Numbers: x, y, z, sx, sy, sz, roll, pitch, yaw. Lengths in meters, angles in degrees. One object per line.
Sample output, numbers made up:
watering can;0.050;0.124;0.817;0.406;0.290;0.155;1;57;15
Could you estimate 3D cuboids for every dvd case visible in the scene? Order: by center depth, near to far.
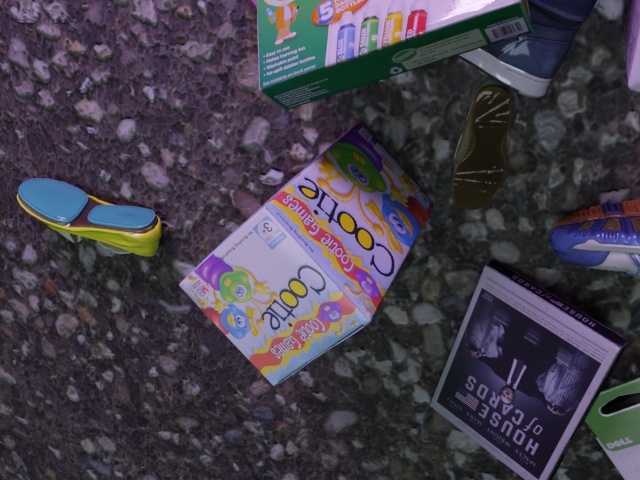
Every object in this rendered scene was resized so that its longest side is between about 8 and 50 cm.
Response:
dvd case;0.242;0.167;0.844;0.179;0.030;0.238;35;126;32

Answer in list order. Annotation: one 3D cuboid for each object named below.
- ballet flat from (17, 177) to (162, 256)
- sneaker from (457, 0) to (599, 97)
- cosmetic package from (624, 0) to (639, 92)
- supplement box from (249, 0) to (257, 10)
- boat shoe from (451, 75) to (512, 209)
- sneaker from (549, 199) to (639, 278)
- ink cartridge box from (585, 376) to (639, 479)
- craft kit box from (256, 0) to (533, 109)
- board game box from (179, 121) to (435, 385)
ballet flat;-0.335;-0.025;1.001;0.231;0.077;0.077;15;136;13
sneaker;0.157;-0.259;0.662;0.226;0.086;0.163;26;131;0
cosmetic package;0.337;-0.342;0.471;0.162;0.230;0.453;10;117;18
supplement box;-0.059;-0.287;0.763;0.043;0.055;0.083;-34;99;30
boat shoe;0.179;-0.106;0.768;0.056;0.048;0.153;5;124;6
sneaker;0.390;0.034;0.706;0.297;0.112;0.131;4;117;21
ink cartridge box;0.408;0.241;0.831;0.109;0.062;0.209;-31;99;32
craft kit box;0.054;-0.273;0.643;0.250;0.061;0.246;-13;68;27
board game box;0.000;0.000;0.751;0.142;0.275;0.144;48;122;-6
